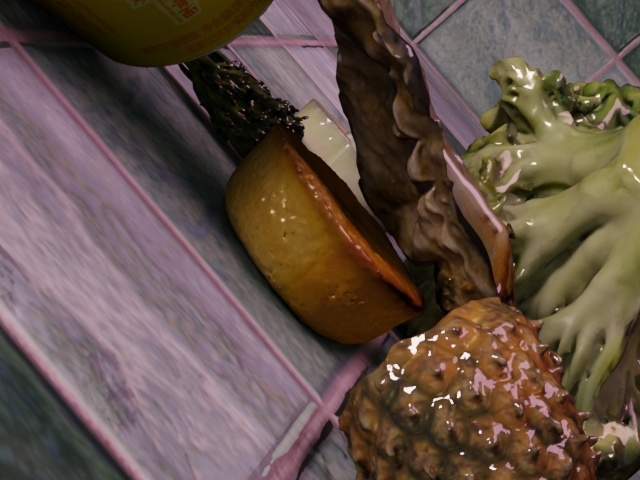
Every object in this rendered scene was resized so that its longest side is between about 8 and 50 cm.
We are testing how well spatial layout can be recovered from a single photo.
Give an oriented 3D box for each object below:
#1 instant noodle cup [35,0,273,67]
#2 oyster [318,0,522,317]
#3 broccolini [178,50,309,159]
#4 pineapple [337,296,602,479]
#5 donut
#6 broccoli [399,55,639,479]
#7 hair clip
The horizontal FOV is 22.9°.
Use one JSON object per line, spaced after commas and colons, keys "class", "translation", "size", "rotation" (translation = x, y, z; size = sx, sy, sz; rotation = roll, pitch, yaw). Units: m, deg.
{"class": "instant noodle cup", "translation": [-0.125, -0.213, 0.837], "size": [0.215, 0.215, 0.236], "rotation": [58, 5, 36]}
{"class": "oyster", "translation": [0.051, -0.062, 0.917], "size": [0.129, 0.078, 0.345], "rotation": [-99, 167, -71]}
{"class": "broccolini", "translation": [-0.106, -0.140, 1.036], "size": [0.239, 0.051, 0.054], "rotation": [44, 17, 5]}
{"class": "pineapple", "translation": [0.109, 0.153, 0.726], "size": [0.251, 0.125, 0.125], "rotation": [59, 14, 15]}
{"class": "donut", "translation": [0.000, 0.000, 0.916], "size": [0.152, 0.058, 0.152], "rotation": [49, 10, -12]}
{"class": "broccoli", "translation": [0.177, 0.004, 1.058], "size": [0.288, 0.248, 0.245], "rotation": [58, -28, 23]}
{"class": "hair clip", "translation": [0.070, -0.035, 1.237], "size": [0.218, 0.071, 0.159], "rotation": [36, 4, -4]}
